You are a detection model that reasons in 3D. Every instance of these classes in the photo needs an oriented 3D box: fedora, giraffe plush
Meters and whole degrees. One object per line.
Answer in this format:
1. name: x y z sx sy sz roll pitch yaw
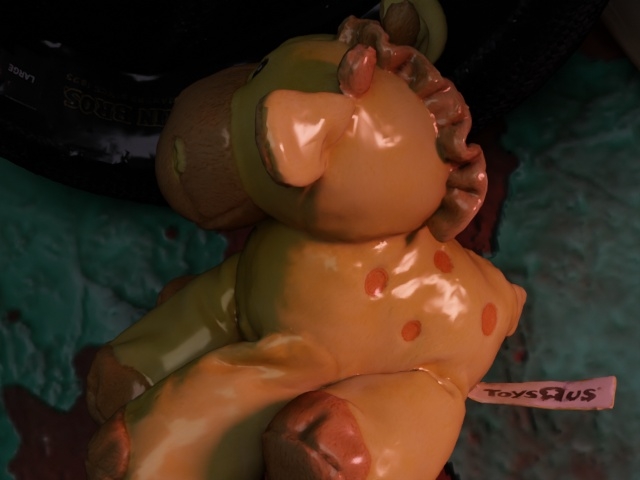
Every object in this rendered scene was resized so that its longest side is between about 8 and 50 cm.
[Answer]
1. fedora: -0.037 -0.166 0.728 0.334 0.334 0.152 -8 44 8
2. giraffe plush: 0.000 0.000 0.663 0.210 0.181 0.170 -11 118 1

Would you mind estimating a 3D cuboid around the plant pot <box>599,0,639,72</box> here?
1. plant pot: 0.252 -0.222 0.661 0.280 0.323 0.323 -27 71 -14
